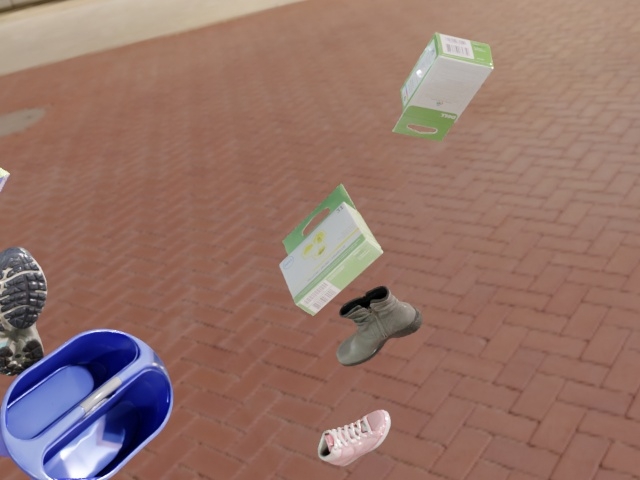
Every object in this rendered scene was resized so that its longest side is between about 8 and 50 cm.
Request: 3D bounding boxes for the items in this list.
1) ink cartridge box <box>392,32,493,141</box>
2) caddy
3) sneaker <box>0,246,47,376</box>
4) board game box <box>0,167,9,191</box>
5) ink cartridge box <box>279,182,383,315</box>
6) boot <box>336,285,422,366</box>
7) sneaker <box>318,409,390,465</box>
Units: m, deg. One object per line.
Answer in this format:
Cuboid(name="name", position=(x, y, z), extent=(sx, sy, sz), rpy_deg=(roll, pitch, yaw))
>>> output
Cuboid(name="ink cartridge box", position=(0.218, -0.278, 1.452), extent=(0.109, 0.209, 0.062), rpy_deg=(8, 56, -17))
Cuboid(name="caddy", position=(-0.429, 0.313, 1.440), extent=(0.179, 0.241, 0.341), rpy_deg=(-46, -3, 41))
Cuboid(name="sneaker", position=(-0.549, 0.109, 1.379), extent=(0.110, 0.283, 0.122), rpy_deg=(-7, 44, -29))
Cuboid(name="board game box", position=(-0.834, -0.138, 1.628), extent=(0.233, 0.078, 0.347), rpy_deg=(31, 14, -5))
Cuboid(name="ink cartridge box", position=(0.000, 0.000, 1.413), extent=(0.171, 0.056, 0.235), rpy_deg=(-44, 38, 13))
Cuboid(name="boot", position=(0.094, 0.187, 1.782), extent=(0.246, 0.161, 0.083), rpy_deg=(-35, 42, 27))
Cuboid(name="sneaker", position=(0.050, 0.322, 1.286), extent=(0.134, 0.070, 0.051), rpy_deg=(-45, 45, 23))
